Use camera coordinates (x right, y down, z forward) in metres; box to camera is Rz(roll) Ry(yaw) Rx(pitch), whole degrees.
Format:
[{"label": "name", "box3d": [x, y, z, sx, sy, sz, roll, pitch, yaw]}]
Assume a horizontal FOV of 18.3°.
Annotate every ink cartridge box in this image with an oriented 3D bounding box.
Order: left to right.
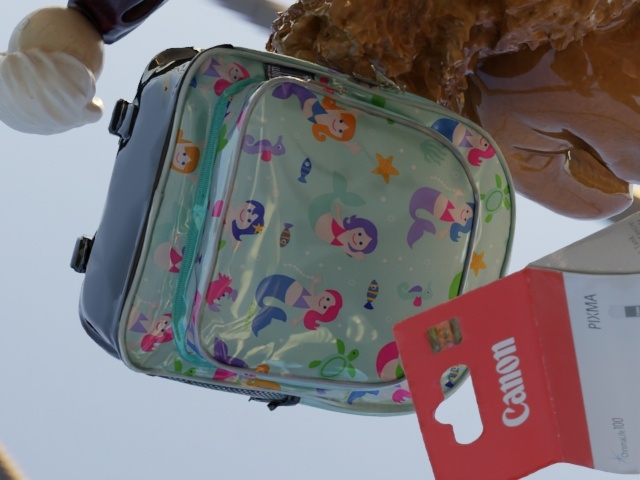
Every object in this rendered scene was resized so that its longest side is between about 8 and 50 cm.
[{"label": "ink cartridge box", "box3d": [0.171, 0.073, 1.119, 0.232, 0.189, 0.066, -27, -133, -9]}]

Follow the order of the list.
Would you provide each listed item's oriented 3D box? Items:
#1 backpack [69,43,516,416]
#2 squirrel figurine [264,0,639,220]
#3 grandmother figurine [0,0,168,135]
[{"label": "backpack", "box3d": [0.000, 0.000, 1.256, 0.253, 0.225, 0.191, 15, 179, -28]}, {"label": "squirrel figurine", "box3d": [0.107, -0.148, 1.516, 0.397, 0.370, 0.281, 28, -123, -53]}, {"label": "grandmother figurine", "box3d": [-0.123, -0.215, 1.446, 0.104, 0.208, 0.342, 38, -104, -2]}]
